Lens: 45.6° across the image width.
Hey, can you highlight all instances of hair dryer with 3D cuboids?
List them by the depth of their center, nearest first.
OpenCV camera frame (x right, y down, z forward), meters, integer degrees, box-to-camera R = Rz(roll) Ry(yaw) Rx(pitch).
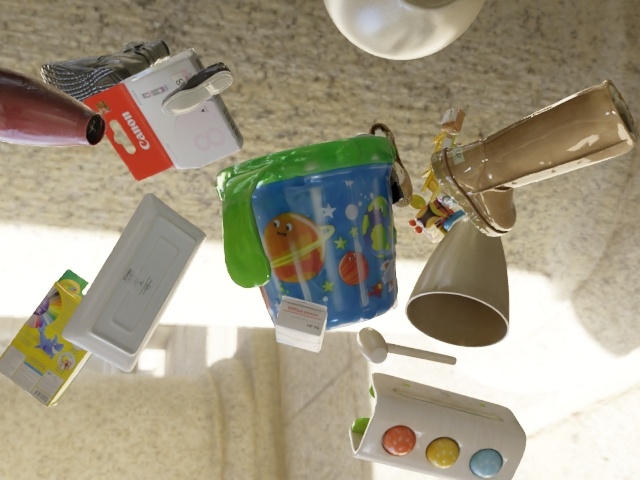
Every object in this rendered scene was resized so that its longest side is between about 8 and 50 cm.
[{"bbox_3d":[-0.372,-0.111,0.782,0.223,0.294,0.080,-115,24,-47],"label":"hair dryer"}]

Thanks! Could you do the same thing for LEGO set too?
[{"bbox_3d":[0.274,-0.137,1.489,0.287,0.107,0.132,-81,17,-53],"label":"LEGO set"}]

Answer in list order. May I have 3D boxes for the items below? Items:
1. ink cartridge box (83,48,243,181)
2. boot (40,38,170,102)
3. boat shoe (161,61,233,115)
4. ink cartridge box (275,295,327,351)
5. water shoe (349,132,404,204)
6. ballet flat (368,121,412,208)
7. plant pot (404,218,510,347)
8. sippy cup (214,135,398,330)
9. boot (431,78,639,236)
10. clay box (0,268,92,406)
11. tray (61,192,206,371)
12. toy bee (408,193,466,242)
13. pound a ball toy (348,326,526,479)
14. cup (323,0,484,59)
[{"bbox_3d":[-0.280,-0.206,1.349,0.066,0.233,0.189,-92,-23,-59],"label":"ink cartridge box"},{"bbox_3d":[-0.435,-0.353,1.558,0.161,0.247,0.083,-53,-40,-43],"label":"boot"},{"bbox_3d":[-0.202,-0.245,1.224,0.038,0.125,0.046,63,-173,30],"label":"boat shoe"},{"bbox_3d":[-0.020,0.086,0.775,0.083,0.048,0.028,94,-169,-67],"label":"ink cartridge box"},{"bbox_3d":[0.113,-0.138,1.486,0.073,0.203,0.080,-35,56,12],"label":"water shoe"},{"bbox_3d":[0.143,-0.166,1.637,0.067,0.073,0.206,53,-164,-65],"label":"ballet flat"},{"bbox_3d":[0.366,0.088,1.922,0.256,0.257,0.273,127,165,-56],"label":"plant pot"},{"bbox_3d":[0.000,0.000,0.992,0.240,0.306,0.223,168,90,-67],"label":"sippy cup"},{"bbox_3d":[0.332,-0.106,1.123,0.270,0.236,0.089,-20,58,31],"label":"boot"},{"bbox_3d":[-0.474,0.175,1.393,0.222,0.127,0.053,-55,-5,-6],"label":"clay box"},{"bbox_3d":[-0.292,0.070,1.246,0.030,0.145,0.270,8,65,48],"label":"tray"},{"bbox_3d":[0.304,-0.069,2.084,0.195,0.162,0.298,45,164,40],"label":"toy bee"},{"bbox_3d":[0.190,0.295,1.290,0.135,0.319,0.208,-103,32,-70],"label":"pound a ball toy"},{"bbox_3d":[0.174,-0.494,1.374,0.237,0.331,0.330,-113,32,-75],"label":"cup"}]
